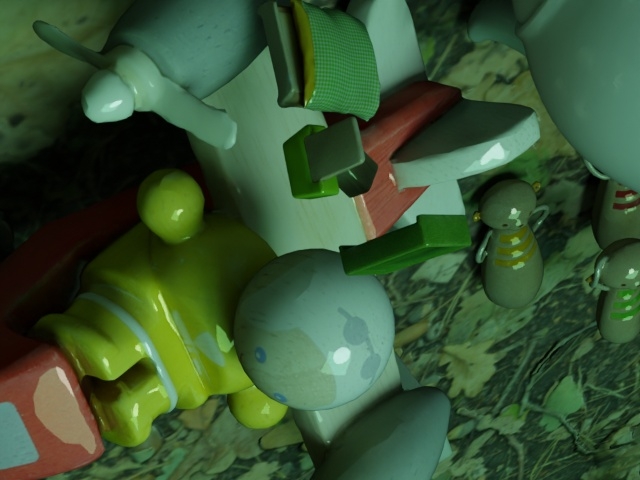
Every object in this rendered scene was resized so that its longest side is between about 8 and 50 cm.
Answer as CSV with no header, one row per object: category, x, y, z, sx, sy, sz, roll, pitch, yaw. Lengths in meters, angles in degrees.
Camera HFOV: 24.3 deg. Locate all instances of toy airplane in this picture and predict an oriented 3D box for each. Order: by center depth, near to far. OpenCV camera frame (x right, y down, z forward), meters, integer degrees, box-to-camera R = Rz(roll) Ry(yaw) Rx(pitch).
toy airplane,-0.022,0.011,0.876,0.386,0.272,0.384,20,98,-31

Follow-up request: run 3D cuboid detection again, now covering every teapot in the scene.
teapot,0.201,-0.160,0.876,0.256,0.187,0.252,-55,-176,24

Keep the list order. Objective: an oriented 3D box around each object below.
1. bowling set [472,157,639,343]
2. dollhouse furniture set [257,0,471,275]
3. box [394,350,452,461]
bowling set,0.288,0.000,1.224,0.287,0.200,0.154,-31,146,-12
dollhouse furniture set,0.024,-0.061,0.749,0.059,0.151,0.076,-22,164,40
box,0.043,0.157,1.288,0.101,0.102,0.087,-31,145,-6
